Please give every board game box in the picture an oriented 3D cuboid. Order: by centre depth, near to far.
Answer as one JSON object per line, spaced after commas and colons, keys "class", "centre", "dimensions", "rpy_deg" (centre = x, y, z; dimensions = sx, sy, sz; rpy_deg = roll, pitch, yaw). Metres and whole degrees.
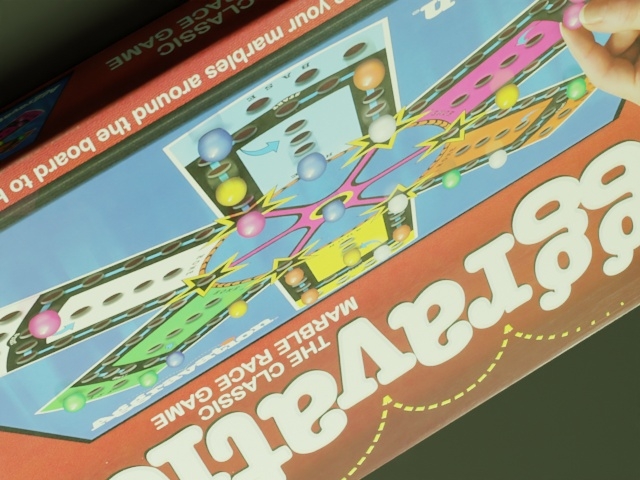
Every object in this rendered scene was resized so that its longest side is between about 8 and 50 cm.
{"class": "board game box", "centre": [0.000, 0.000, 0.387], "dimensions": [0.281, 0.027, 0.145], "rpy_deg": [-31, 131, -7]}
